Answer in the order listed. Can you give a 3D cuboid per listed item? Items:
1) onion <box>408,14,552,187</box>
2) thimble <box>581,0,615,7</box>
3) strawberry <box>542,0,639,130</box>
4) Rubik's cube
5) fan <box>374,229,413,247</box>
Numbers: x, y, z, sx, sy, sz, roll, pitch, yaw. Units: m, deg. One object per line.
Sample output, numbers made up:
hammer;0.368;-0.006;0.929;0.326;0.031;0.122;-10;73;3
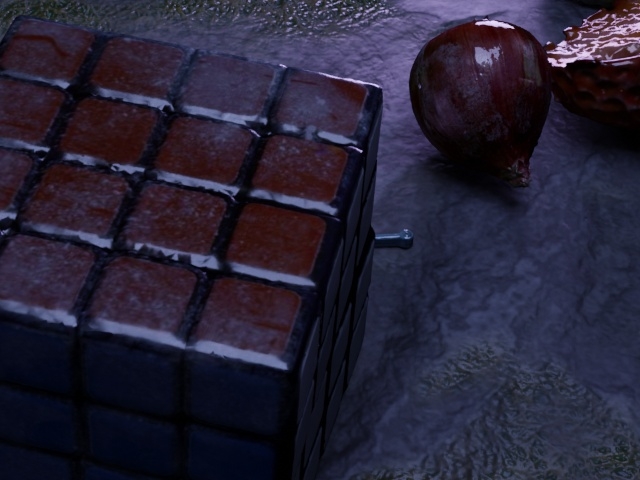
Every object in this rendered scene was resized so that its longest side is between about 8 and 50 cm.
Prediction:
onion;0.179;-0.138;1.731;0.159;0.159;0.195;-11;69;-14
thimble;0.361;-0.369;1.955;0.190;0.143;0.137;-3;48;-6
strawberry;0.412;-0.179;1.789;0.280;0.150;0.253;-32;36;-26
Rubik's cube;-0.151;0.058;1.391;0.344;0.337;0.343;14;48;7
fan;0.000;0.000;1.672;0.193;0.016;0.038;-2;45;-6
